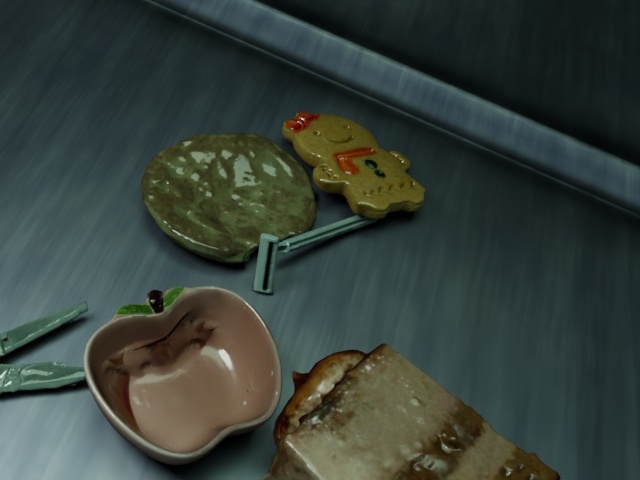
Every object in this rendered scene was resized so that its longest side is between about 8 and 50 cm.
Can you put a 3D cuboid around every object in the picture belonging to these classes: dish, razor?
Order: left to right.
[{"bbox_3d":[-0.149,0.154,1.060,0.213,0.090,0.213,8,51,-10],"label":"dish"},{"bbox_3d":[-0.005,-0.004,1.257,0.036,0.084,0.211,34,40,30],"label":"razor"}]

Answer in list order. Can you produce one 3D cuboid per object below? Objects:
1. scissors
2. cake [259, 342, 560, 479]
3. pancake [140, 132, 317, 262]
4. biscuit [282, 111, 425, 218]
[{"bbox_3d":[-0.425,0.147,1.033,0.384,0.029,0.256,-15,55,-23],"label":"scissors"},{"bbox_3d":[0.053,0.242,0.962,0.293,0.196,0.199,40,54,18],"label":"cake"},{"bbox_3d":[-0.117,-0.059,1.281,0.222,0.042,0.236,34,49,12],"label":"pancake"},{"bbox_3d":[0.046,-0.114,1.357,0.166,0.036,0.225,-13,48,-34],"label":"biscuit"}]
